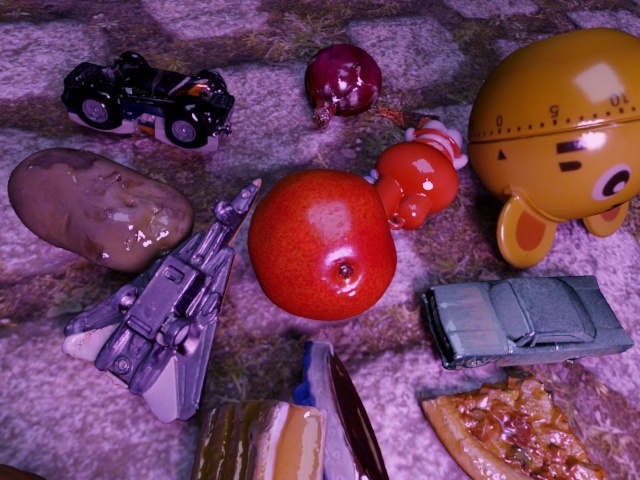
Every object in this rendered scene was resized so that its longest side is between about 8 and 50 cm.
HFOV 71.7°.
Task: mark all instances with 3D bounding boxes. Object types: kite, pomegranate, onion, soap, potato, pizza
[{"bbox_3d":[0.238,-0.264,1.011,0.125,0.008,0.222,-34,67,-30],"label":"kite"},{"bbox_3d":[0.000,0.000,0.658,0.221,0.220,0.256,9,22,-6],"label":"pomegranate"},{"bbox_3d":[0.040,-0.331,0.940,0.173,0.135,0.198,21,55,7],"label":"onion"},{"bbox_3d":[-0.077,0.302,0.423,0.089,0.173,0.274,24,56,-27],"label":"soap"},{"bbox_3d":[-0.310,-0.043,0.641,0.263,0.165,0.165,22,53,8],"label":"potato"},{"bbox_3d":[0.282,0.264,0.610,0.292,0.058,0.197,31,54,11],"label":"pizza"}]

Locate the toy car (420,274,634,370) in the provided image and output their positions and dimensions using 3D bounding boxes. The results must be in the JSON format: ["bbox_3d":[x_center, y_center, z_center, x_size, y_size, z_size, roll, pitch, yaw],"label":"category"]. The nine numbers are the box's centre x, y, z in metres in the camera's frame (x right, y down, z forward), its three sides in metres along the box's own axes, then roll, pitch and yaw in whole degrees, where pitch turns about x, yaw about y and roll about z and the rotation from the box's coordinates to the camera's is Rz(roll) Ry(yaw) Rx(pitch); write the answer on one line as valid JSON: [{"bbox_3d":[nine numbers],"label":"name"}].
[{"bbox_3d":[0.326,0.118,0.700,0.321,0.097,0.141,-1,54,-13],"label":"toy car"}]

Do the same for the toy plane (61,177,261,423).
[{"bbox_3d":[-0.166,0.045,0.561,0.204,0.103,0.316,30,85,10],"label":"toy plane"}]

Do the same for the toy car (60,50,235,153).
[{"bbox_3d":[-0.312,-0.258,0.826,0.302,0.118,0.193,9,45,-5],"label":"toy car"}]

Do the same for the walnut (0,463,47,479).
[{"bbox_3d":[-0.264,0.328,0.300,0.333,0.332,0.332,6,54,-8],"label":"walnut"}]

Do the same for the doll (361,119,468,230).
[{"bbox_3d":[0.173,-0.114,0.818,0.161,0.129,0.290,32,61,8],"label":"doll"}]

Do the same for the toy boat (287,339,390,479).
[{"bbox_3d":[0.002,0.253,0.538,0.115,0.114,0.261,-30,59,13],"label":"toy boat"}]

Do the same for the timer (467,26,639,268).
[{"bbox_3d":[0.455,-0.163,0.810,0.377,0.376,0.386,-13,100,-20],"label":"timer"}]
